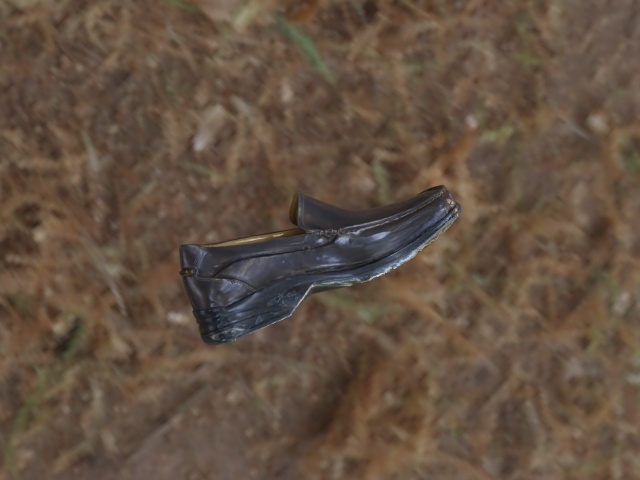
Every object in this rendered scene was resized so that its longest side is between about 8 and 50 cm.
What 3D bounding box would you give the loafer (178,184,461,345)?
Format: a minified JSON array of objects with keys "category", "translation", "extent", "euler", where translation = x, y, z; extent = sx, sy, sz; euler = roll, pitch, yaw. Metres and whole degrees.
[{"category":"loafer","translation":[0.000,0.000,1.035],"extent":[0.170,0.062,0.061],"euler":[-25,95,-14]}]
